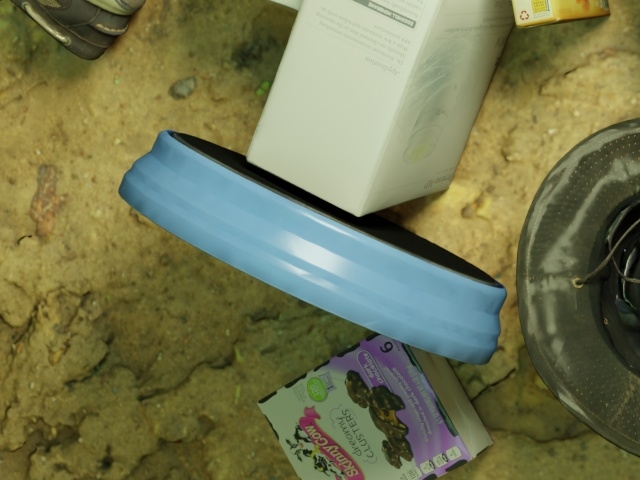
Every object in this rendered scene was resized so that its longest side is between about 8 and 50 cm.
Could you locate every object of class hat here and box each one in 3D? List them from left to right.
[{"bbox_3d":[0.330,0.057,1.508,0.331,0.134,0.331,-2,71,4],"label":"hat"}]

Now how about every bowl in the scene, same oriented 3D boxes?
[{"bbox_3d":[0.000,0.000,1.552,0.391,0.391,0.077,27,95,20],"label":"bowl"}]

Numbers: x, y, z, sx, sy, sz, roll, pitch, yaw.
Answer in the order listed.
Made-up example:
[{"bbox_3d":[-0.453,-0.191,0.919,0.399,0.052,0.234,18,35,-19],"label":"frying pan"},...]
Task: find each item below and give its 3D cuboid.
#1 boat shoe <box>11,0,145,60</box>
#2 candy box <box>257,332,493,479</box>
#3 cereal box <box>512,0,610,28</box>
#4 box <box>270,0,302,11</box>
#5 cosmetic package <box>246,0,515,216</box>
[{"bbox_3d":[-0.358,-0.324,1.808,0.355,0.132,0.130,38,113,17],"label":"boat shoe"},{"bbox_3d":[0.056,0.194,1.726,0.196,0.070,0.164,-33,84,27],"label":"candy box"},{"bbox_3d":[0.208,-0.320,1.502,0.047,0.173,0.240,-7,97,28],"label":"cereal box"},{"bbox_3d":[-0.007,-0.329,1.602,0.119,0.181,0.181,22,108,22],"label":"box"},{"bbox_3d":[0.067,-0.160,1.570,0.138,0.224,0.224,29,111,20],"label":"cosmetic package"}]
